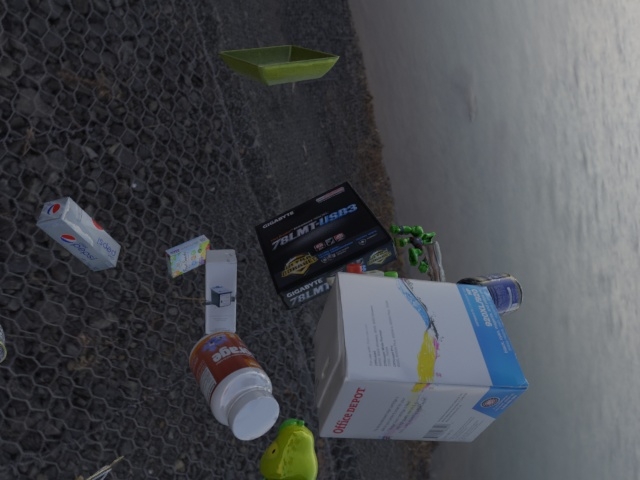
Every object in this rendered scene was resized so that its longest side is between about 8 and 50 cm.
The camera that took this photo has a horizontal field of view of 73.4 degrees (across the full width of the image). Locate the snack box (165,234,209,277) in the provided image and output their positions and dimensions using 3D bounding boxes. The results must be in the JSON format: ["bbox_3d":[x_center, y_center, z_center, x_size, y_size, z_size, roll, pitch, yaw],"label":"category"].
[{"bbox_3d":[-0.434,0.051,1.414,0.141,0.037,0.100,-27,142,-34],"label":"snack box"}]

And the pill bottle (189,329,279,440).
[{"bbox_3d":[-0.170,0.279,0.843,0.121,0.216,0.121,-15,118,-29],"label":"pill bottle"}]

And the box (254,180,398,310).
[{"bbox_3d":[0.000,0.000,1.092,0.295,0.293,0.073,-25,131,-2],"label":"box"}]

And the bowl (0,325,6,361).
[{"bbox_3d":[-0.729,0.186,0.880,0.170,0.170,0.080,34,32,-36],"label":"bowl"}]

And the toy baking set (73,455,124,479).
[{"bbox_3d":[-0.699,0.716,1.228,0.030,0.197,0.256,43,76,14],"label":"toy baking set"}]

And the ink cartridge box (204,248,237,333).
[{"bbox_3d":[-0.266,0.131,1.142,0.082,0.139,0.190,-1,103,-14],"label":"ink cartridge box"}]

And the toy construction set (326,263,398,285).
[{"bbox_3d":[0.112,0.187,0.855,0.151,0.215,0.327,-92,176,-70],"label":"toy construction set"}]

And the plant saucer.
[{"bbox_3d":[-0.089,-0.367,0.898,0.188,0.188,0.045,-20,128,-30],"label":"plant saucer"}]

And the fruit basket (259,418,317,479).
[{"bbox_3d":[-0.119,0.745,1.273,0.283,0.392,0.392,-16,96,-22],"label":"fruit basket"}]

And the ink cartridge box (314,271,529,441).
[{"bbox_3d":[0.119,0.168,0.610,0.233,0.171,0.168,6,44,-10],"label":"ink cartridge box"}]

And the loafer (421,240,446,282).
[{"bbox_3d":[0.260,0.065,0.984,0.045,0.039,0.125,28,54,-60],"label":"loafer"}]

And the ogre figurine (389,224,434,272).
[{"bbox_3d":[0.335,0.017,1.479,0.118,0.197,0.097,-17,129,-26],"label":"ogre figurine"}]

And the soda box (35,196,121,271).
[{"bbox_3d":[-0.807,-0.015,1.454,0.286,0.091,0.098,68,13,-51],"label":"soda box"}]

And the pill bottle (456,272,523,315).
[{"bbox_3d":[0.442,0.159,1.184,0.219,0.123,0.123,-4,88,-32],"label":"pill bottle"}]
